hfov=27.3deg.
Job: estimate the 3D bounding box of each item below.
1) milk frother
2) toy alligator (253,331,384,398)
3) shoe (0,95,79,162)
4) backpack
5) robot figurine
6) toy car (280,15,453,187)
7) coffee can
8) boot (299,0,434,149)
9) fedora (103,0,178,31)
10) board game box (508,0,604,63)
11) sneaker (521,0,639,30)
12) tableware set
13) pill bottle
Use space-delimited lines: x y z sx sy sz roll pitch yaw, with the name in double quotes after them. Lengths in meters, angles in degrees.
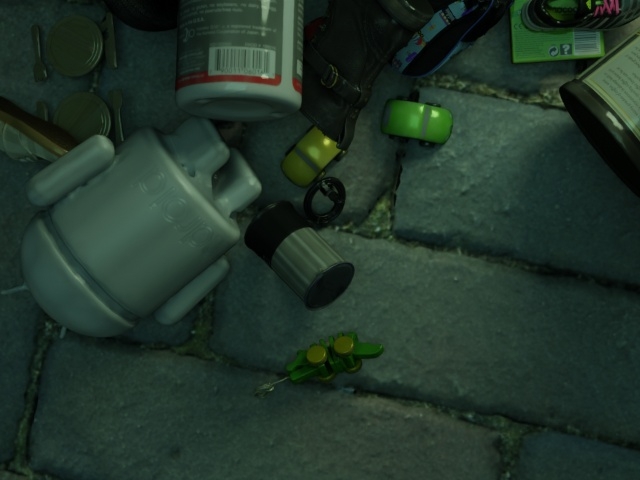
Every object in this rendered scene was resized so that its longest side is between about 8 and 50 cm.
0.000 0.000 1.749 0.135 0.129 0.143 45 102 28 "milk frother"
-0.007 0.163 1.807 0.190 0.056 0.051 -19 49 5 "toy alligator"
-0.399 -0.138 1.773 0.219 0.077 0.058 30 105 36 "shoe"
0.148 -0.307 1.738 0.158 0.117 0.173 47 121 13 "backpack"
-0.249 -0.011 1.735 0.353 0.200 0.300 -40 121 5 "robot figurine"
0.069 -0.175 1.782 0.225 0.053 0.239 11 93 3 "toy car"
0.476 -0.202 1.683 0.275 0.201 0.201 -38 90 4 "coffee can"
0.012 -0.276 1.705 0.229 0.091 0.263 -51 55 28 "boot"
-0.252 -0.441 1.714 0.153 0.334 0.334 8 94 33 "fedora"
0.312 -0.371 1.769 0.124 0.039 0.259 -3 95 2 "board game box"
0.351 -0.306 1.717 0.171 0.075 0.063 -5 93 2 "sneaker"
-0.327 -0.213 1.813 0.128 0.039 0.194 -6 87 15 "tableware set"
-0.101 -0.304 1.671 0.161 0.161 0.283 1 83 3 "pill bottle"
